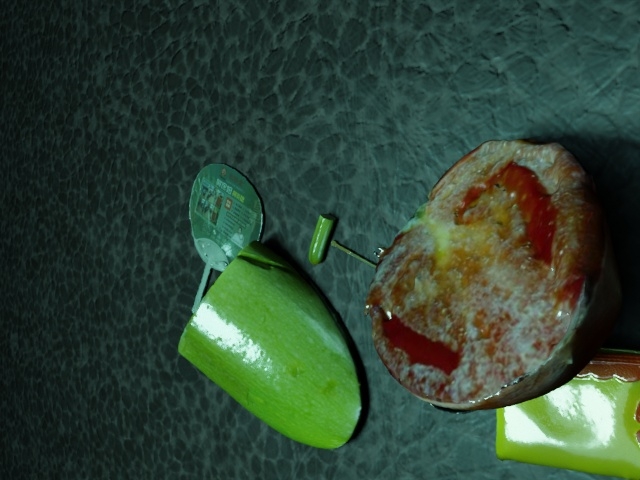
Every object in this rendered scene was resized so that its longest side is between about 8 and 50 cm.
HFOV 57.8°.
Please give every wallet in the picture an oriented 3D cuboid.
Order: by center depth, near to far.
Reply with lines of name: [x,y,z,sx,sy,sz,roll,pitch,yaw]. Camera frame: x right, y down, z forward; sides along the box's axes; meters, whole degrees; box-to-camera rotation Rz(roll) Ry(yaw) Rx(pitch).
wallet: [0.304,0.179,0.608,0.241,0.067,0.141,-4,85,35]

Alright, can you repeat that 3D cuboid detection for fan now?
fan: [-0.213,-0.023,1.128,0.294,0.012,0.223,-44,63,34]

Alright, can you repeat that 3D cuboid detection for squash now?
squash: [0.000,0.000,0.924,0.027,0.027,0.083,34,114,36]
squash: [-0.053,0.187,0.961,0.309,0.210,0.234,33,115,6]

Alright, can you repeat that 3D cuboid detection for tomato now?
tomato: [0.205,0.050,0.616,0.309,0.170,0.309,-36,37,33]

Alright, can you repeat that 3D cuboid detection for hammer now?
hammer: [0.059,0.026,0.880,0.123,0.014,0.029,29,103,39]

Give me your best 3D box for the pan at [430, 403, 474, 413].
pan: [0.218,0.164,0.725,0.212,0.040,0.115,2,94,28]
